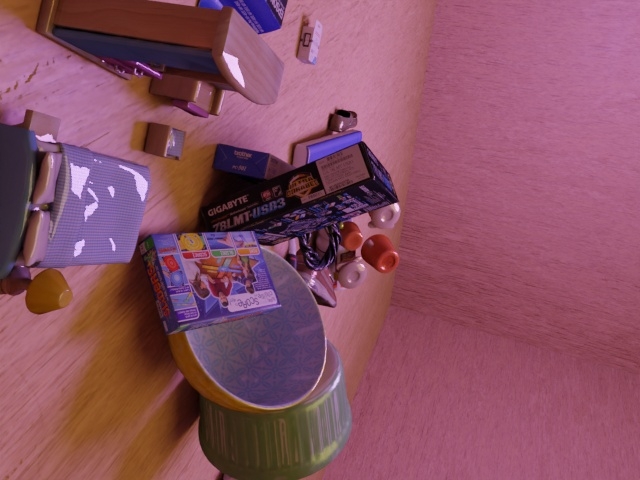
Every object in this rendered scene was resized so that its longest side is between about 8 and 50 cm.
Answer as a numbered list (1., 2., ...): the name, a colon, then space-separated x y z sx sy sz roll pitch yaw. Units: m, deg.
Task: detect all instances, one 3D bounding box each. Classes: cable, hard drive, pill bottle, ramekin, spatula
1. cable: 0.000 0.000 1.302 0.151 0.047 0.185 -57 141 -43
2. hard drive: 0.015 -0.165 1.378 0.318 0.040 0.210 -33 137 -58
3. pill bottle: 0.046 0.031 1.585 0.121 0.121 0.221 -58 153 -49
4. ramekin: -0.091 0.294 1.028 0.303 0.303 0.148 -50 143 -58
5. spatula: -0.066 0.015 1.158 0.030 0.084 0.297 -36 -137 45

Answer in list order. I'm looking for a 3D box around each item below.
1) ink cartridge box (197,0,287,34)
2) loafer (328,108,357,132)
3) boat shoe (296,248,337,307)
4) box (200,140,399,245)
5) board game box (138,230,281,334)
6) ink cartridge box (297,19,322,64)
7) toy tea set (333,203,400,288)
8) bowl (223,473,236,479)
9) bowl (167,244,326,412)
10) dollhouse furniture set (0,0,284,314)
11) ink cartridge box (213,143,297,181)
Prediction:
1. ink cartridge box: -0.087 -0.455 0.808 0.165 0.065 0.333 17 88 -75
2. loafer: 0.069 -0.338 1.474 0.148 0.056 0.050 -53 158 -56
3. boat shoe: -0.010 0.107 1.472 0.324 0.123 0.117 64 40 -69
4. box: -0.020 -0.068 0.976 0.295 0.293 0.073 10 63 -74
5. board game box: -0.157 0.055 0.790 0.201 0.035 0.136 -2 67 -52
6. ink cartridge box: -0.022 -0.421 1.127 0.048 0.028 0.083 -14 117 -73
7. toy tea set: 0.114 -0.037 1.475 0.124 0.199 0.336 -126 -152 -56
8. bowl: -0.181 0.573 1.286 0.080 0.170 0.170 50 38 -14
9. bowl: -0.146 0.160 0.896 0.156 0.289 0.289 -34 -167 36
10. dollhouse furniture set: -0.171 -0.069 0.588 0.286 0.198 0.304 8 96 -74
11. ink cartridge box: -0.103 -0.127 0.968 0.207 0.097 0.046 9 94 -75
